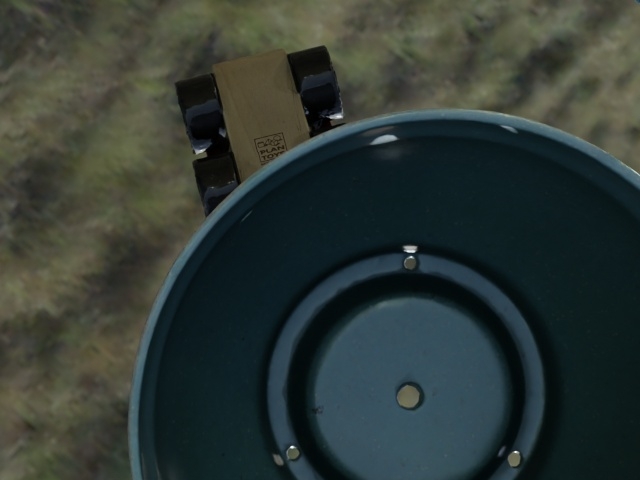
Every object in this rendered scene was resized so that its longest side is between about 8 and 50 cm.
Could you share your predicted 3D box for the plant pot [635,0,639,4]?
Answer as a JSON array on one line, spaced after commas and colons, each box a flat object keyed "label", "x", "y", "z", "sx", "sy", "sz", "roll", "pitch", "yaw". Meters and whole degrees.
[{"label": "plant pot", "x": 0.282, "y": -0.278, "z": 1.071, "sx": 0.195, "sy": 0.290, "sz": 0.290, "roll": -46, "pitch": 164, "yaw": 2}]

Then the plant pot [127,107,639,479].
[{"label": "plant pot", "x": 0.054, "y": 0.086, "z": 0.765, "sx": 0.293, "sy": 0.293, "sz": 0.196, "roll": -51, "pitch": -178, "yaw": -2}]

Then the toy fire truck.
[{"label": "toy fire truck", "x": 0.000, "y": 0.000, "z": 1.119, "sx": 0.158, "sy": 0.217, "sz": 0.246, "roll": -14, "pitch": 143, "yaw": -3}]
